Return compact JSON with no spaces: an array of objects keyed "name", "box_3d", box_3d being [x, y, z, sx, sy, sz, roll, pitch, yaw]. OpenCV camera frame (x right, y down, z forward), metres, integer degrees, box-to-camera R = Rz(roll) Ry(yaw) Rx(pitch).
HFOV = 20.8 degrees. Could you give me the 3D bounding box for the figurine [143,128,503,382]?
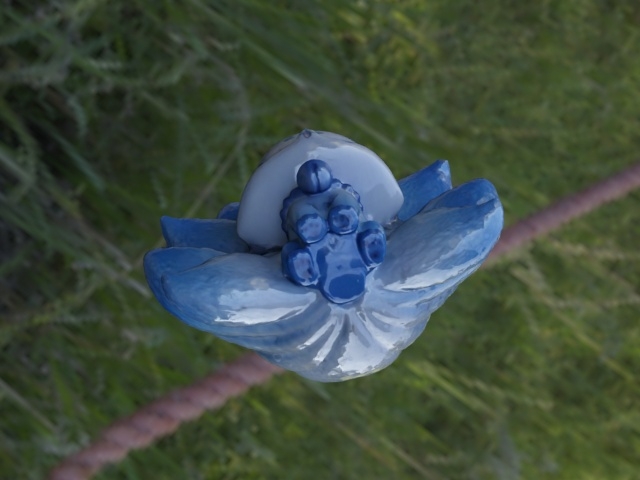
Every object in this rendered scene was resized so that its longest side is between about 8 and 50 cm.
[{"name":"figurine","box_3d":[0.000,0.000,0.539,0.114,0.114,0.079,-33,112,-38]}]
